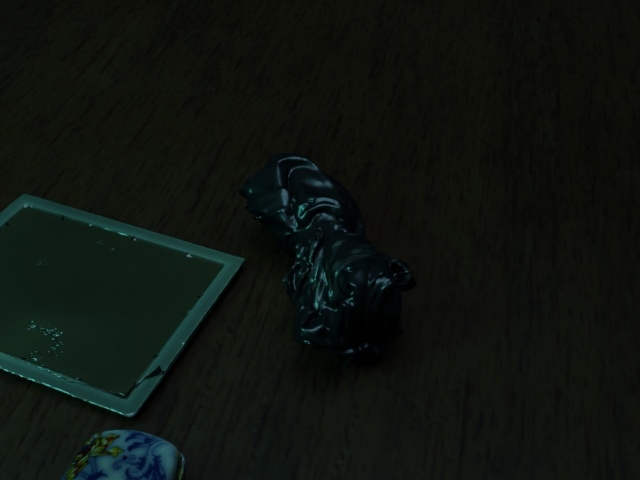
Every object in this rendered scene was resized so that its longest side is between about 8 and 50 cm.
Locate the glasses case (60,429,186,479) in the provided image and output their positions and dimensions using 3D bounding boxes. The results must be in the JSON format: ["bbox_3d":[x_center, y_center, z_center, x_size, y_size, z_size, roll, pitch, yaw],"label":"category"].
[{"bbox_3d":[-0.158,0.233,0.515,0.086,0.065,0.248,9,42,6],"label":"glasses case"}]

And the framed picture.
[{"bbox_3d":[-0.239,0.050,0.762,0.273,0.016,0.216,17,42,16],"label":"framed picture"}]

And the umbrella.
[{"bbox_3d":[0.001,0.000,0.769,0.121,0.110,0.272,-12,38,-15],"label":"umbrella"}]
